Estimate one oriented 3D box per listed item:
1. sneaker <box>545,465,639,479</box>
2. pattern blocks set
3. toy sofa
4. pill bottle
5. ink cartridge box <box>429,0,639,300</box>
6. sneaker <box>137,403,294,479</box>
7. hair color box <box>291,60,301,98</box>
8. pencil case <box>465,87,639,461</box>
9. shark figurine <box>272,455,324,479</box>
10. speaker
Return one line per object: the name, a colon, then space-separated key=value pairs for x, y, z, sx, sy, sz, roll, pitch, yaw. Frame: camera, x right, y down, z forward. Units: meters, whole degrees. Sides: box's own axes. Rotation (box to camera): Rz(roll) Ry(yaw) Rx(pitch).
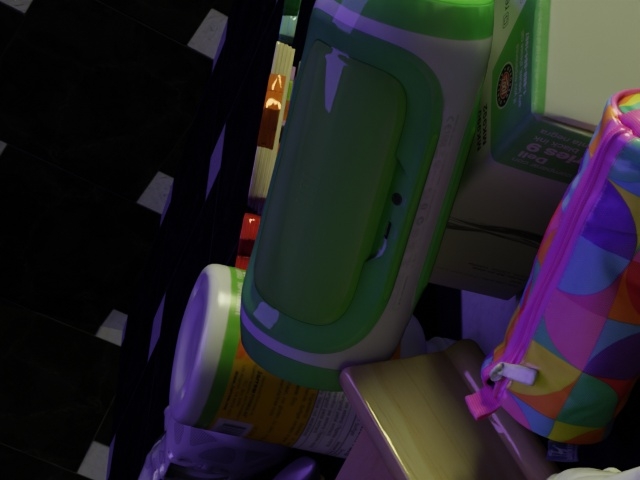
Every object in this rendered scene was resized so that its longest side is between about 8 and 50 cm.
sneaker: x=0.201 y=0.152 z=0.718 sx=0.123 sy=0.106 sz=0.290 roll=-50 pitch=10 yaw=-3
pattern blocks set: x=-0.053 y=-0.115 z=1.515 sx=0.285 sy=0.026 sz=0.324 roll=-108 pitch=28 yaw=-84
toy sofa: x=0.066 y=0.250 z=1.083 sx=0.150 sy=0.177 sz=0.362 roll=60 pitch=141 yaw=35
pill bottle: x=0.007 y=0.111 z=1.179 sx=0.136 sy=0.246 sz=0.136 roll=-166 pitch=90 yaw=-76
ink cartridge box: x=0.154 y=-0.104 z=1.049 sx=0.289 sy=0.122 sz=0.211 roll=129 pitch=151 yaw=-61
sneaker: x=-0.151 y=0.317 z=1.696 sx=0.447 sy=0.169 sz=0.257 roll=130 pitch=164 yaw=-70
hair color box: x=0.000 y=0.000 z=1.474 sx=0.374 sy=0.114 sz=0.185 roll=-82 pitch=2 yaw=-46
pencil case: x=0.180 y=0.023 z=0.875 sx=0.104 sy=0.104 sz=0.236 roll=-100 pitch=27 yaw=-59
shark figurine: x=-0.082 y=0.366 z=1.597 sx=0.166 sy=0.116 sz=0.278 roll=-172 pitch=97 yaw=-78
speaker: x=0.029 y=-0.046 z=0.986 sx=0.131 sy=0.131 sz=0.296 roll=-104 pitch=27 yaw=-64
